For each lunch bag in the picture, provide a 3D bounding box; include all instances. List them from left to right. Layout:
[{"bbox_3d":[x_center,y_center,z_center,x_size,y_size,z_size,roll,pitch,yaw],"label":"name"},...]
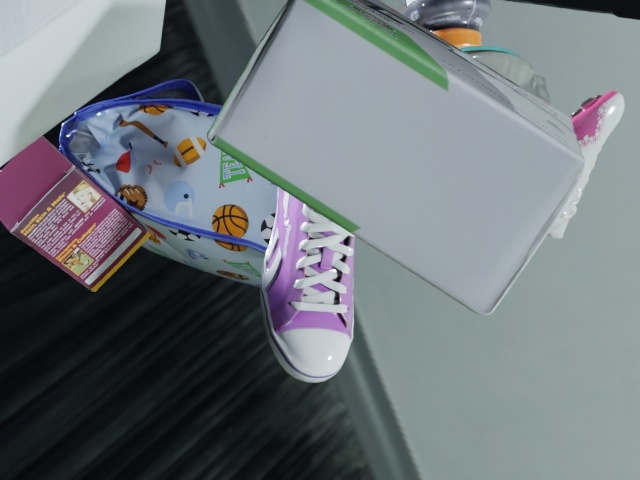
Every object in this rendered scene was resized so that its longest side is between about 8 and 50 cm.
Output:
[{"bbox_3d":[-0.173,-0.078,1.740,0.385,0.239,0.328,13,166,8],"label":"lunch bag"}]

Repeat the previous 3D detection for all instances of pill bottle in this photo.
[{"bbox_3d":[0.182,-0.390,1.725,0.130,0.130,0.245,-14,79,45],"label":"pill bottle"}]

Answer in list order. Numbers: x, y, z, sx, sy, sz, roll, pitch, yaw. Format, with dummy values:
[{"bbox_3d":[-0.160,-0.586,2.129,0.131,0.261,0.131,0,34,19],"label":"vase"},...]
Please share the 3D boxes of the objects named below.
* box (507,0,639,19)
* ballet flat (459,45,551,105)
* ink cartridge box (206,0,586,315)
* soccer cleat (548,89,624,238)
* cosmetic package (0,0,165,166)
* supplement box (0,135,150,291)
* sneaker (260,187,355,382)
[{"bbox_3d":[0.218,-0.444,1.115,0.293,0.395,0.212,14,160,24],"label":"box"},{"bbox_3d":[0.150,-0.111,0.948,0.072,0.213,0.068,-20,82,24],"label":"ballet flat"},{"bbox_3d":[0.052,-0.060,0.635,0.160,0.219,0.092,32,105,2],"label":"ink cartridge box"},{"bbox_3d":[0.377,-0.092,1.848,0.331,0.116,0.143,-43,81,21],"label":"soccer cleat"},{"bbox_3d":[-0.239,-0.149,0.634,0.224,0.225,0.138,46,158,6],"label":"cosmetic package"},{"bbox_3d":[-0.300,-0.030,1.380,0.081,0.104,0.188,41,175,32],"label":"supplement box"},{"bbox_3d":[-0.001,0.000,1.214,0.161,0.102,0.282,132,138,-68],"label":"sneaker"}]
